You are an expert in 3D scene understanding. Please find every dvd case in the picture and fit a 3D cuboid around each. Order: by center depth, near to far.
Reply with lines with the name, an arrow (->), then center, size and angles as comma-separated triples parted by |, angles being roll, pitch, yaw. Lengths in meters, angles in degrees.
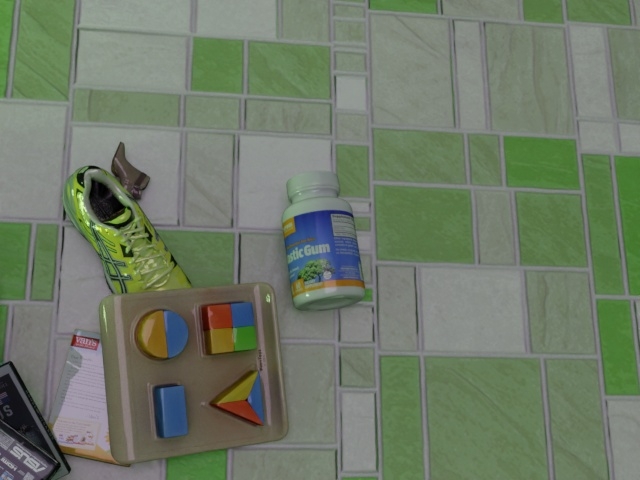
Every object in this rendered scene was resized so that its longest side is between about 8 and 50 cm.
dvd case -> -0.600, 0.367, 1.717 | 0.179, 0.029, 0.238 | -26, 99, -4

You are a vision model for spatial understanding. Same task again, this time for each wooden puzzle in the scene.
wooden puzzle -> -0.238, 0.251, 1.793 | 0.348, 0.080, 0.321 | -4, 85, -20

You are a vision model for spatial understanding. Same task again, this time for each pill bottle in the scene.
pill bottle -> 0.000, 0.000, 1.924 | 0.152, 0.152, 0.271 | -6, 74, -11

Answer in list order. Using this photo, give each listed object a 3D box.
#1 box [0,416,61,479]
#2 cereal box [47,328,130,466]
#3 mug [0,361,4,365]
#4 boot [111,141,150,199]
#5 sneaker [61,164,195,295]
box -> -0.704, 0.395, 1.592 | 0.395, 0.097, 0.318 | 37, 70, -1
cereal box -> -0.427, 0.307, 1.812 | 0.173, 0.047, 0.240 | 14, 71, -5
mug -> -0.688, 0.231, 1.746 | 0.158, 0.097, 0.129 | 46, 30, 23
boot -> -0.403, -0.143, 1.961 | 0.087, 0.042, 0.118 | 18, 75, -7
sneaker -> -0.384, 0.018, 1.848 | 0.145, 0.147, 0.384 | -41, 92, -20
